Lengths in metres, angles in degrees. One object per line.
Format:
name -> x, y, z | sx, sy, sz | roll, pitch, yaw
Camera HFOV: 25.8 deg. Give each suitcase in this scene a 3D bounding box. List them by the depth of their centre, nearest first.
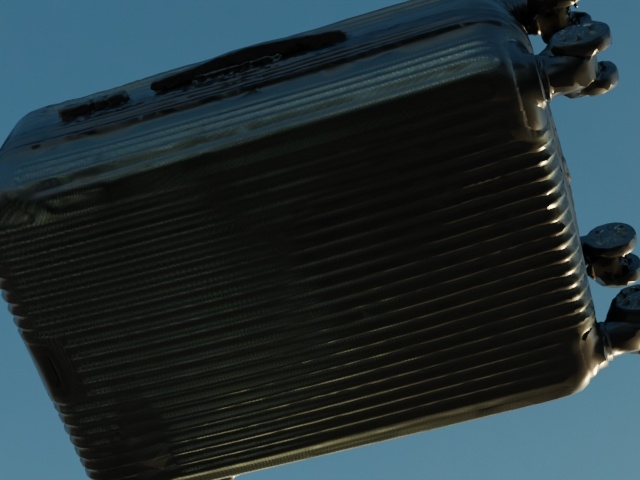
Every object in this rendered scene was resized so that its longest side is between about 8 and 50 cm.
suitcase -> 0.000, 0.000, 0.689 | 0.312, 0.128, 0.202 | -14, -62, 7
